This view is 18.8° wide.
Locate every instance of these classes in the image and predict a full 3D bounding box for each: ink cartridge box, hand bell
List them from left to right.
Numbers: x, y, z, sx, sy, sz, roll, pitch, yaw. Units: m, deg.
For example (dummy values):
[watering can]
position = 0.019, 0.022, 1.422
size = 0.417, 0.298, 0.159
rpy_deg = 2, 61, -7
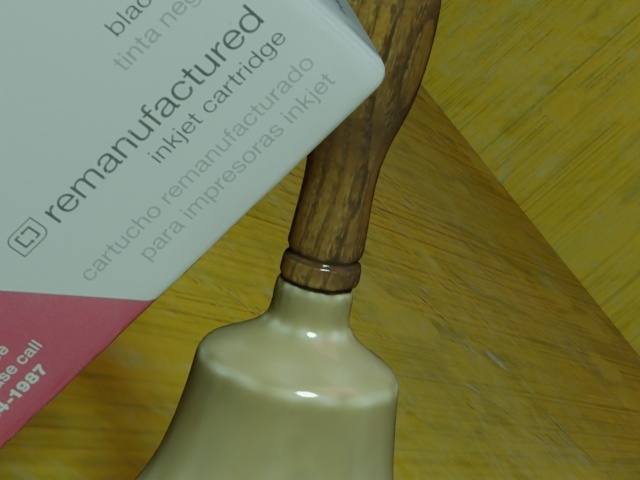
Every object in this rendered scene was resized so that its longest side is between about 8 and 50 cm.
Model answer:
[ink cartridge box]
position = -0.155, -0.079, 0.517
size = 0.283, 0.207, 0.117
rpy_deg = 38, 14, -37
[hand bell]
position = 0.000, 0.000, 0.618
size = 0.126, 0.242, 0.126
rpy_deg = 10, 14, -3
